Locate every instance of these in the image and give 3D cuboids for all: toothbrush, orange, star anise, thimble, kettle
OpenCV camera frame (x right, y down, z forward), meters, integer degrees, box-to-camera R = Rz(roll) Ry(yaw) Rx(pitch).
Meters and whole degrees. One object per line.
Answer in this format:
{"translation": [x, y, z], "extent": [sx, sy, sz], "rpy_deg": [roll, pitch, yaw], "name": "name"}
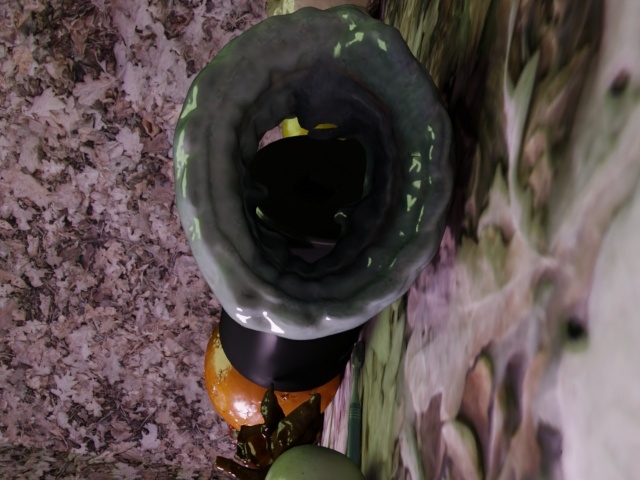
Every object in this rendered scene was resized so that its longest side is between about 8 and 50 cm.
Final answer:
{"translation": [0.042, 0.214, 0.627], "extent": [0.019, 0.016, 0.219], "rpy_deg": [113, 169, -45], "name": "toothbrush"}
{"translation": [-0.081, 0.211, 0.903], "extent": [0.240, 0.240, 0.239], "rpy_deg": [-172, 90, -88], "name": "orange"}
{"translation": [-0.036, 0.290, 0.676], "extent": [0.212, 0.196, 0.111], "rpy_deg": [-36, 2, 45], "name": "star anise"}
{"translation": [-0.007, -0.053, 0.414], "extent": [0.172, 0.205, 0.250], "rpy_deg": [-174, 97, -87], "name": "thimble"}
{"translation": [0.003, 0.026, 0.700], "extent": [0.203, 0.262, 0.308], "rpy_deg": [54, 147, 31], "name": "kettle"}

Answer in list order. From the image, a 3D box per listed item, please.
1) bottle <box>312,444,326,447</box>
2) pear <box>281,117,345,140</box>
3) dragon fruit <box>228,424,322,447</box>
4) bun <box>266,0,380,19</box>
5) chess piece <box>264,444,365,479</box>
{"translation": [-0.036, 0.382, 0.936], "extent": [0.045, 0.097, 0.045], "rpy_deg": [-170, 90, -87], "name": "bottle"}
{"translation": [0.002, -0.239, 1.189], "extent": [0.198, 0.198, 0.198], "rpy_deg": [-172, 90, -88], "name": "pear"}
{"translation": [-0.093, 0.421, 1.156], "extent": [0.282, 0.211, 0.147], "rpy_deg": [57, -140, -51], "name": "dragon fruit"}
{"translation": [-0.013, -0.494, 1.231], "extent": [0.326, 0.235, 0.362], "rpy_deg": [-63, 1, -17], "name": "bun"}
{"translation": [-0.020, 0.323, 0.491], "extent": [0.144, 0.145, 0.251], "rpy_deg": [107, 178, -76], "name": "chess piece"}
